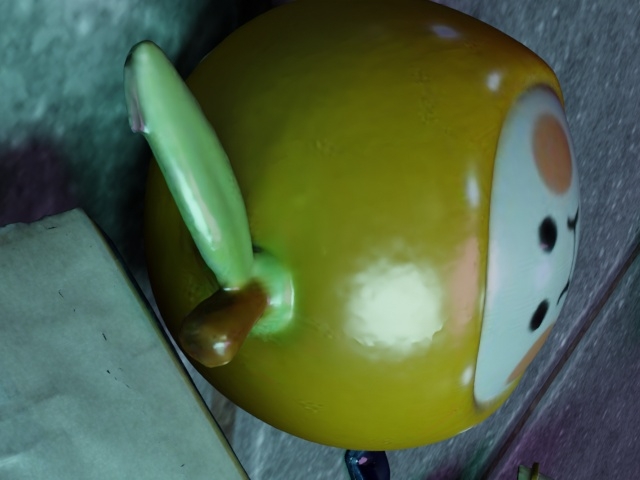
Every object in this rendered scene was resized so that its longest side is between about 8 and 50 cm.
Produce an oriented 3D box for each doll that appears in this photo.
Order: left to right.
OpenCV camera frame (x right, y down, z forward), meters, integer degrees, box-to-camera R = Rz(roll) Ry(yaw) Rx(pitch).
[{"bbox_3d":[0.000,0.000,0.544,0.236,0.213,0.213,-26,136,-53],"label":"doll"}]

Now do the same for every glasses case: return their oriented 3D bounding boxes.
[{"bbox_3d":[0.041,0.181,0.973,0.033,0.023,0.083,-48,150,-22],"label":"glasses case"}]

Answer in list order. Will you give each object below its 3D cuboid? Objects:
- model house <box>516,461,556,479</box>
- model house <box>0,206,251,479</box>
[{"bbox_3d":[0.184,0.411,1.167,0.244,0.169,0.326,-75,179,-64],"label":"model house"},{"bbox_3d":[-0.135,0.149,0.482,0.206,0.271,0.178,-37,174,39],"label":"model house"}]
